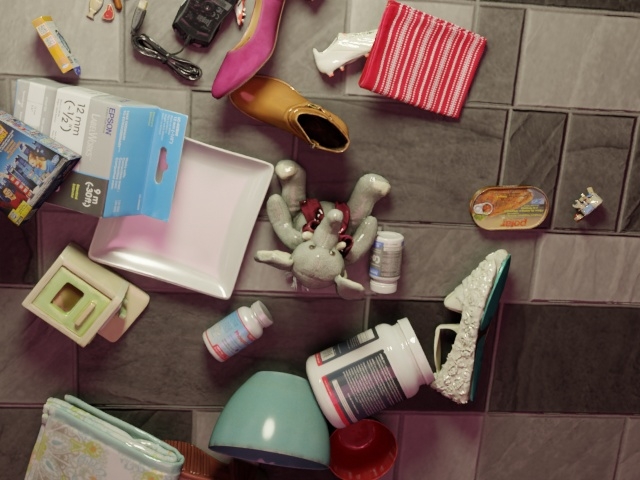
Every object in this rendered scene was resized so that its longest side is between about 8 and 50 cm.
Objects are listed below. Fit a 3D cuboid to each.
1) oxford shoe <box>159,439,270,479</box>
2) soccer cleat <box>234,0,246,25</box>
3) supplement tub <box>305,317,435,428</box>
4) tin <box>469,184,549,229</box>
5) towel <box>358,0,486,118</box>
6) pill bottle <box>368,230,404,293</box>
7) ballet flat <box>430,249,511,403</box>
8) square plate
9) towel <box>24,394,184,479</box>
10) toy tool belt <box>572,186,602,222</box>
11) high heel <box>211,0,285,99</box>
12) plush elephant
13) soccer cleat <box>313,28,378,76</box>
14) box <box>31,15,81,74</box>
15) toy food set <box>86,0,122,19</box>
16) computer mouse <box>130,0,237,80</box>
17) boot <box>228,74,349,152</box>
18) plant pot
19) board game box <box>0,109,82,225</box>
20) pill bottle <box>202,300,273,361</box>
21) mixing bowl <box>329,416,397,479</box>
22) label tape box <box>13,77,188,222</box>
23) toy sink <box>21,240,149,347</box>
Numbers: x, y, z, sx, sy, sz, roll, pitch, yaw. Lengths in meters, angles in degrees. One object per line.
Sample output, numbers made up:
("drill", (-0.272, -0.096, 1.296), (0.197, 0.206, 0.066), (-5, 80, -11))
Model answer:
("oxford shoe", (-0.308, 0.609, 1.995), (0.348, 0.123, 0.130), (23, 109, -10))
("soccer cleat", (-0.181, -0.512, 1.727), (0.036, 0.029, 0.083), (4, 103, 2))
("supplement tub", (0.119, 0.317, 1.912), (0.272, 0.191, 0.191), (-25, 107, 2))
("tin", (0.453, -0.080, 1.911), (0.190, 0.040, 0.106), (-1, 102, -5))
("towel", (0.230, -0.397, 1.761), (0.275, 0.031, 0.198), (12, 106, -26))
("pill bottle", (0.156, 0.053, 1.897), (0.078, 0.078, 0.137), (2, 105, -6))
("ballet flat", (0.353, 0.208, 1.942), (0.147, 0.147, 0.408), (9, 104, -8))
("square plate", (-0.321, -0.069, 1.831), (0.344, 0.049, 0.347), (18, 104, -10))
("towel", (-0.537, 0.581, 1.917), (0.374, 0.090, 0.320), (24, 107, 12))
("toy tool belt", (0.639, -0.087, 1.925), (0.083, 0.052, 0.051), (-39, 75, 3))
("high heel", (-0.155, -0.487, 1.681), (0.181, 0.127, 0.377), (39, 83, -24))
("plush elephant", (0.000, 0.000, 1.774), (0.272, 0.255, 0.330), (16, 104, -10))
("soccer cleat", (0.077, -0.435, 1.755), (0.196, 0.068, 0.076), (-27, 103, 5))
("box", (-0.559, -0.411, 1.690), (0.028, 0.081, 0.136), (-26, 106, 3))
("toy food set", (-0.450, -0.527, 1.699), (0.078, 0.019, 0.122), (18, 104, -10))
("computer mouse", (-0.295, -0.493, 1.707), (0.184, 0.060, 0.262), (24, 114, -16))
("boot", (-0.067, -0.267, 1.708), (0.283, 0.220, 0.109), (29, 102, -13))
("plant pot", (-0.109, 0.426, 1.904), (0.290, 0.290, 0.195), (13, 68, -9))
("board game box", (-0.633, -0.167, 1.649), (0.194, 0.060, 0.194), (44, 107, 0))
("pill bottle", (-0.196, 0.215, 1.905), (0.160, 0.087, 0.087), (-34, 106, 5))
("mixing bowl", (0.098, 0.512, 2.015), (0.181, 0.098, 0.181), (-1, 105, -5))
("label tape box", (-0.485, -0.189, 1.706), (0.348, 0.115, 0.249), (15, 105, 8))
("toy sink", (-0.535, 0.141, 1.828), (0.234, 0.131, 0.153), (39, 100, -15))
